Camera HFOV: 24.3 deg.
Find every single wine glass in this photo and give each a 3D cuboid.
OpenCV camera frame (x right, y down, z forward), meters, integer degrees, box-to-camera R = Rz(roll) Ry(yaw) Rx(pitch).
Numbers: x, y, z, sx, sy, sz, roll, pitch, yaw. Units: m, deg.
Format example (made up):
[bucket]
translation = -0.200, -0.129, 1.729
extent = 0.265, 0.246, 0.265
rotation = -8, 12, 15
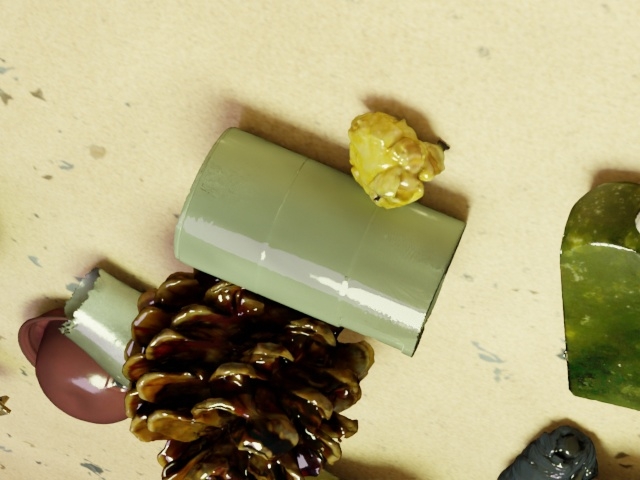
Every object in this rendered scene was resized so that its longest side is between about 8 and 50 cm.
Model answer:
[wine glass]
translation = -0.174, 0.122, 1.591
extent = 0.222, 0.103, 0.103
rotation = 38, 146, -17

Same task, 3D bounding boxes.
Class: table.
[table]
translation = 0.000, 0.000, 1.263
extent = 0.220, 0.126, 0.126
rotation = 22, 148, 7

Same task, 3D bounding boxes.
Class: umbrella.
[umbrella]
translation = 0.211, 0.259, 1.541
extent = 0.071, 0.071, 0.248
rotation = 29, 147, -4

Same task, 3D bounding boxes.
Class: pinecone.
[pinecone]
translation = -0.069, 0.145, 1.410
extent = 0.243, 0.257, 0.243
rotation = -5, 164, -1

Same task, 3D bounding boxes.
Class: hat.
[hat]
translation = -0.263, 0.157, 1.712
extent = 0.205, 0.089, 0.205
rotation = 18, 147, 12

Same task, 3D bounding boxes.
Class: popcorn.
[popcorn]
translation = 0.066, -0.067, 1.194
extent = 0.084, 0.084, 0.084
rotation = 18, 147, 12

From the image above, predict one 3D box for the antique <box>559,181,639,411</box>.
[antique]
translation = 0.244, 0.042, 1.196
extent = 0.081, 0.080, 0.221
rotation = 12, 144, 20

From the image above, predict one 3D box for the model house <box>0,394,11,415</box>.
[model house]
translation = -0.568, 0.153, 1.875
extent = 0.326, 0.169, 0.244
rotation = 39, 153, -16

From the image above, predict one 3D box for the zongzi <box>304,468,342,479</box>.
[zongzi]
translation = -0.044, 0.297, 1.676
extent = 0.317, 0.154, 0.289
rotation = 45, 157, -11

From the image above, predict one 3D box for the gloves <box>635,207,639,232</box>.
[gloves]
translation = 0.311, -0.011, 1.029
extent = 0.127, 0.111, 0.212
rotation = 9, 129, -27
